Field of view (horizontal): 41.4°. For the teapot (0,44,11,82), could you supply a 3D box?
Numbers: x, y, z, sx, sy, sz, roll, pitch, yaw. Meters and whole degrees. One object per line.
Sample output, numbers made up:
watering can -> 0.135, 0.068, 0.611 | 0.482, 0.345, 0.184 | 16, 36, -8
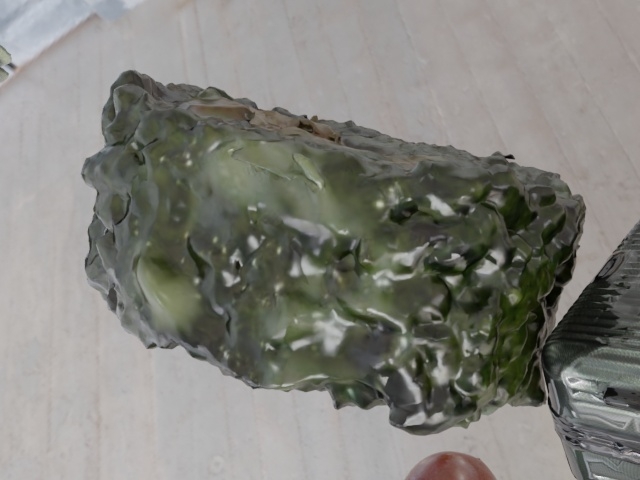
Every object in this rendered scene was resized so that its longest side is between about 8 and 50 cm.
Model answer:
teapot -> -0.390, -0.084, 0.801 | 0.183, 0.183, 0.251 | 8, 74, 42

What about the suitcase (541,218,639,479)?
suitcase -> 0.295, 0.073, 0.464 | 0.312, 0.128, 0.202 | 6, 35, 45

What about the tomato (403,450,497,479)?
tomato -> 0.188, 0.377, 1.188 | 0.167, 0.167, 0.167 | -20, 53, 28

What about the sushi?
sushi -> 0.000, 0.000, 0.599 | 0.351, 0.294, 0.178 | 15, 99, 19
